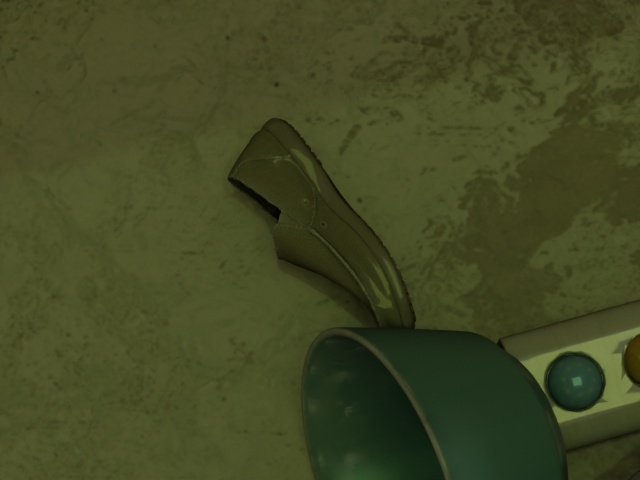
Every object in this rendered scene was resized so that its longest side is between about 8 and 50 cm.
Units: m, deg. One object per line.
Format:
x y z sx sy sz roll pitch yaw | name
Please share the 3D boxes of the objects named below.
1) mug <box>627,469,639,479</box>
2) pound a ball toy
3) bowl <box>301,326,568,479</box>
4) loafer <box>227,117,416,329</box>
0.345 0.406 1.669 0.328 0.276 0.374 -39 63 8 | mug
0.357 0.155 1.813 0.319 0.136 0.208 -15 80 -2 | pound a ball toy
0.122 0.210 1.748 0.163 0.311 0.311 -17 80 -24 | bowl
0.000 0.000 1.865 0.092 0.102 0.268 -35 72 -4 | loafer
